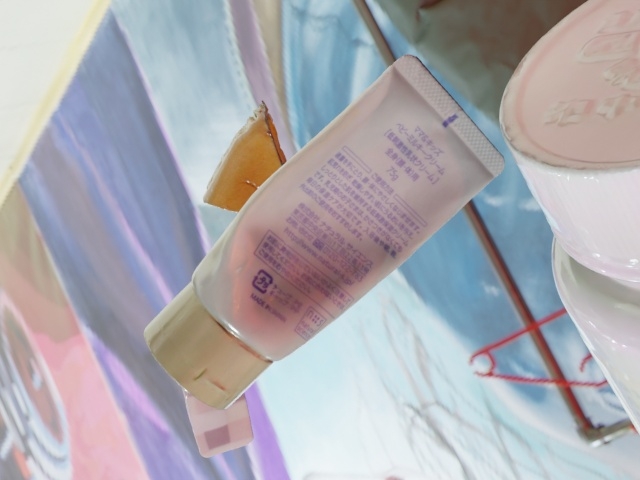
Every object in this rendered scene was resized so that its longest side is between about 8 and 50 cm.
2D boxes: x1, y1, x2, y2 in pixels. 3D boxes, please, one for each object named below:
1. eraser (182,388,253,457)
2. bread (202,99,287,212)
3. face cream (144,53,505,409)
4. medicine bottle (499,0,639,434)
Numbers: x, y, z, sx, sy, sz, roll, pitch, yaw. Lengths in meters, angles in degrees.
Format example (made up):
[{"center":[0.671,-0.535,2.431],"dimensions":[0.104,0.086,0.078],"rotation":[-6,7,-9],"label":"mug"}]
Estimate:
[{"center":[-0.112,0.188,1.074],"dimensions":[0.065,0.026,0.105],"rotation":[-14,126,-11],"label":"eraser"},{"center":[-0.072,-0.105,1.516],"dimensions":[0.169,0.160,0.140],"rotation":[-58,-169,13],"label":"bread"},{"center":[0.000,0.000,0.575],"dimensions":[0.224,0.070,0.114],"rotation":[-45,131,7],"label":"face cream"},{"center":[0.268,0.036,0.587],"dimensions":[0.214,0.378,0.213],"rotation":[-25,-147,18],"label":"medicine bottle"}]
